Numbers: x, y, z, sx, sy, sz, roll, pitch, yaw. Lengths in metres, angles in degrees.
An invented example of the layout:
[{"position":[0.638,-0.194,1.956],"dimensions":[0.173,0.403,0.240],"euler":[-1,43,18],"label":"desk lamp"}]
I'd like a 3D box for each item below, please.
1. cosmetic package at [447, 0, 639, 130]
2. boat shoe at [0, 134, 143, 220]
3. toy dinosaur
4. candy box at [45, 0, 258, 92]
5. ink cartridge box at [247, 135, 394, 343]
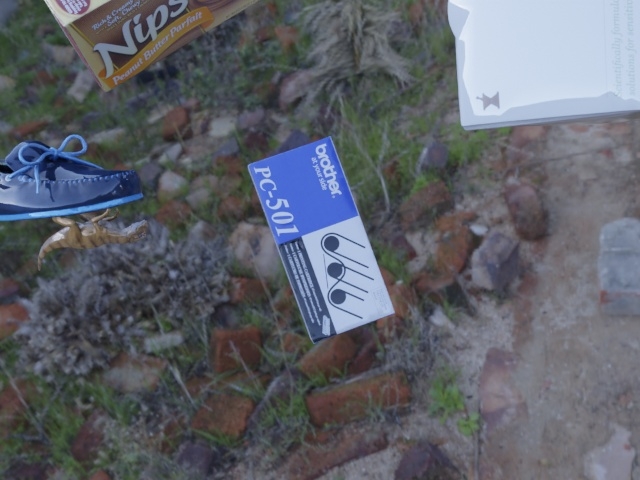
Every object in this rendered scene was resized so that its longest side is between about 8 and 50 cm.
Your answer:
[{"position":[0.258,-0.207,0.707],"dimensions":[0.155,0.196,0.365],"euler":[0,9,31],"label":"cosmetic package"},{"position":[-0.320,-0.068,0.816],"dimensions":[0.258,0.089,0.109],"euler":[-2,7,14],"label":"boat shoe"},{"position":[-0.365,-0.011,1.112],"dimensions":[0.212,0.112,0.064],"euler":[-9,18,16],"label":"toy dinosaur"},{"position":[-0.231,-0.372,1.107],"dimensions":[0.316,0.183,0.087],"euler":[-33,73,-8],"label":"candy box"},{"position":[0.000,0.000,0.824],"dimensions":[0.097,0.207,0.046],"euler":[-20,-1,-4],"label":"ink cartridge box"}]
